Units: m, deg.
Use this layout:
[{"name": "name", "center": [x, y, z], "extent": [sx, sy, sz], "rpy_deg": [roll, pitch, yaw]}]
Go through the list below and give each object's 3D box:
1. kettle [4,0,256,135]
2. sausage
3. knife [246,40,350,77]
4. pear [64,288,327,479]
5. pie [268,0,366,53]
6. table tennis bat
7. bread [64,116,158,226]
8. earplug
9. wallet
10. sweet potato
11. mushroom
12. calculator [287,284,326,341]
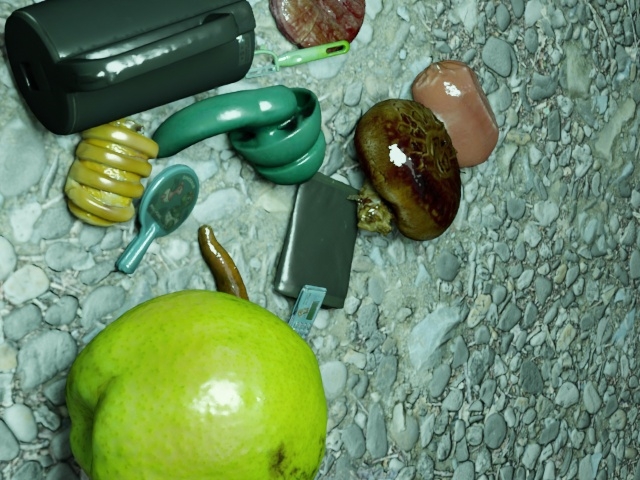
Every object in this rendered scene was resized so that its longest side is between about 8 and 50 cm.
[{"name": "kettle", "center": [-0.254, -0.266, 1.102], "extent": [0.308, 0.262, 0.203], "rpy_deg": [-30, 147, -34]}, {"name": "sausage", "center": [0.285, -0.270, 1.601], "extent": [0.254, 0.148, 0.148], "rpy_deg": [49, 65, -32]}, {"name": "knife", "center": [-0.045, -0.336, 1.371], "extent": [0.212, 0.015, 0.054], "rpy_deg": [-15, 113, -17]}, {"name": "pear", "center": [-0.191, 0.252, 1.143], "extent": [0.390, 0.391, 0.391], "rpy_deg": [-4, 96, -38]}, {"name": "pie", "center": [-0.003, -0.448, 1.417], "extent": [0.219, 0.054, 0.204], "rpy_deg": [-52, 122, -25]}, {"name": "table tennis bat", "center": [-0.264, -0.034, 1.240], "extent": [0.201, 0.033, 0.124], "rpy_deg": [-58, 154, -10]}, {"name": "bread", "center": [-0.319, -0.107, 1.180], "extent": [0.119, 0.084, 0.177], "rpy_deg": [19, 86, -37]}, {"name": "earplug", "center": [-0.107, -0.170, 1.292], "extent": [0.257, 0.163, 0.280], "rpy_deg": [-53, 133, -14]}, {"name": "wallet", "center": [0.000, 0.000, 1.460], "extent": [0.168, 0.052, 0.245], "rpy_deg": [21, 77, -38]}, {"name": "sweet potato", "center": [-0.155, 0.095, 1.342], "extent": [0.057, 0.057, 0.265], "rpy_deg": [-23, 103, -35]}, {"name": "mushroom", "center": [0.172, -0.135, 1.489], "extent": [0.297, 0.163, 0.278], "rpy_deg": [49, 54, -32]}, {"name": "calculator", "center": [-0.041, 0.162, 1.420], "extent": [0.057, 0.018, 0.172], "rpy_deg": [12, 107, -38]}]
